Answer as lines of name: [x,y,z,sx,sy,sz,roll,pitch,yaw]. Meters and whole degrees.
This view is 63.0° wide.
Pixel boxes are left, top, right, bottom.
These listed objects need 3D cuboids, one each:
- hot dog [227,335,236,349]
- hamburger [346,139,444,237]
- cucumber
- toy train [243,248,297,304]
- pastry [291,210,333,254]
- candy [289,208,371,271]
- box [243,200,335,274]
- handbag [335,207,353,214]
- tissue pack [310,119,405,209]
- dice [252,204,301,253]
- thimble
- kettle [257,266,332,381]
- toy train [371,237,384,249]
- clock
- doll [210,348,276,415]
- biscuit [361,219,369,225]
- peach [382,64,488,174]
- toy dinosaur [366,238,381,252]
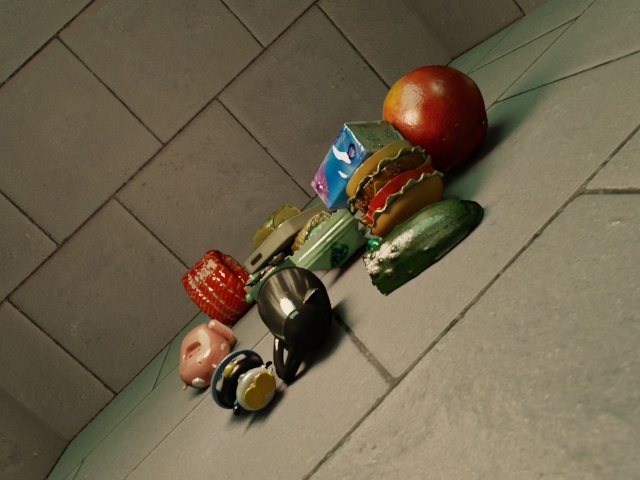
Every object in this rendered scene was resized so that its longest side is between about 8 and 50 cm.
hot dog: [-0.397,0.432,2.172,0.090,0.060,0.140,-28,18,48]
hamburger: [0.225,-0.127,1.494,0.274,0.212,0.274,-30,-20,-12]
cucumber: [0.245,-0.002,1.298,0.325,0.105,0.145,-36,12,26]
toy train: [-0.193,0.157,2.249,0.304,0.150,0.221,-41,0,2]
pastry: [-0.006,-0.001,2.094,0.236,0.121,0.257,-45,-19,-18]
candy: [0.043,0.008,1.885,0.263,0.172,0.398,-39,-2,4]
box: [-0.134,-0.021,2.303,0.373,0.090,0.367,-32,-7,-48]
handbag: [0.069,-0.110,2.450,0.223,0.080,0.247,-52,12,-32]
tissue pack: [0.121,-0.232,1.622,0.198,0.146,0.263,-13,-31,-38]
dice: [-0.192,-0.023,2.689,0.227,0.233,0.238,-36,13,42]
thimble: [-0.478,0.227,2.546,0.230,0.350,0.350,-45,10,3]
kettle: [-0.074,0.215,1.413,0.251,0.207,0.271,-38,18,-3]
toy train: [0.182,0.023,1.622,0.053,0.033,0.083,-41,10,48]
clock: [-0.463,0.455,2.020,0.227,0.142,0.241,-37,31,25]
doll: [-0.216,0.385,1.437,0.177,0.141,0.314,-53,16,-21]
biscuit: [0.253,-0.150,2.023,0.249,0.035,0.184,-35,14,41]
peach: [0.379,-0.388,1.693,0.370,0.370,0.370,-43,10,10]
toy dinosaur: [0.166,0.031,1.477,0.059,0.096,0.132,-46,13,-13]
